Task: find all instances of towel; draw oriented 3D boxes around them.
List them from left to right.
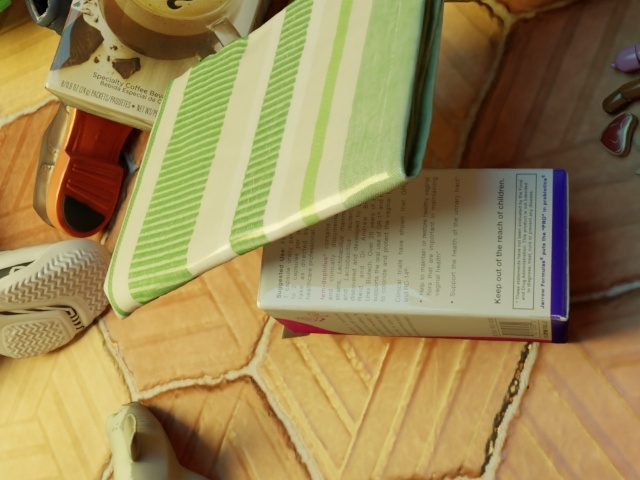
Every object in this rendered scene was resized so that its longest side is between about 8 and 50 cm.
[{"bbox_3d":[-0.037,-0.084,0.778,0.325,0.038,0.247,-24,43,41],"label":"towel"}]

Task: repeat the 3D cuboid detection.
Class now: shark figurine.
[{"bbox_3d":[-0.138,0.262,0.933,0.166,0.116,0.278,130,144,-56],"label":"shark figurine"}]

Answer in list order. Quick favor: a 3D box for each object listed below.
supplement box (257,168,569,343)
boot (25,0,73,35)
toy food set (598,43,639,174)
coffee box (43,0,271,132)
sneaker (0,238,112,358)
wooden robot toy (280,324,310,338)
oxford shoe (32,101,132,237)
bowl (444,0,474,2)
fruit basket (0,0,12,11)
[{"bbox_3d":[0.074,0.013,0.794,0.220,0.111,0.114,0,76,12],"label":"supplement box"},{"bbox_3d":[-0.302,-0.312,1.218,0.069,0.086,0.190,-34,60,23],"label":"boot"},{"bbox_3d":[0.252,-0.114,0.808,0.078,0.019,0.122,29,102,38],"label":"toy food set"},{"bbox_3d":[-0.130,-0.252,1.013,0.168,0.119,0.297,17,87,-1],"label":"coffee box"},{"bbox_3d":[-0.395,0.033,1.141,0.366,0.137,0.210,-23,55,12],"label":"sneaker"},{"bbox_3d":[0.000,0.000,0.926,0.173,0.076,0.079,-58,42,8],"label":"wooden robot toy"},{"bbox_3d":[-0.250,-0.143,1.130,0.098,0.097,0.271,18,87,44],"label":"oxford shoe"},{"bbox_3d":[0.149,-0.309,0.849,0.289,0.156,0.289,-11,70,33],"label":"bowl"},{"bbox_3d":[-0.419,-0.389,1.242,0.353,0.165,0.327,-61,28,-1],"label":"fruit basket"}]
